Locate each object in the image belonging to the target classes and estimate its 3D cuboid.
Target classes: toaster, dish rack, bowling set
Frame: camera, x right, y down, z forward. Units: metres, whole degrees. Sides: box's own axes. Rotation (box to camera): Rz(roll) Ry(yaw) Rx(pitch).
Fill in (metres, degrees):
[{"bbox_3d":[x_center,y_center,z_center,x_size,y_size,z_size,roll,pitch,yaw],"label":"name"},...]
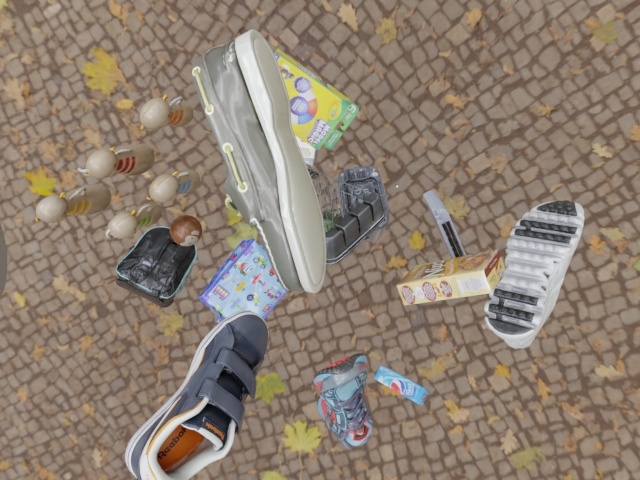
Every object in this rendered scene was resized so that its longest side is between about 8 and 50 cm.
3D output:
[{"bbox_3d":[0.119,-0.086,1.357,0.129,0.146,0.226,-11,72,-1],"label":"toaster"},{"bbox_3d":[-0.015,-0.075,1.090,0.272,0.208,0.074,26,139,31],"label":"dish rack"},{"bbox_3d":[-0.269,-0.074,0.763,0.287,0.154,0.200,-42,94,15],"label":"bowling set"}]

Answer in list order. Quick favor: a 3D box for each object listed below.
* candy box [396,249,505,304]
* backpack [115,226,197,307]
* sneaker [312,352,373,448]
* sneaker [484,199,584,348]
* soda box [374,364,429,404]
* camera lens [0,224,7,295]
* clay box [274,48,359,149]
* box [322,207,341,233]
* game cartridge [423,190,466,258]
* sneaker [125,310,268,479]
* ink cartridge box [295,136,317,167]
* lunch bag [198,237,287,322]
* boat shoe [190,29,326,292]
[{"bbox_3d":[0.442,0.127,1.645,0.317,0.183,0.087,-14,101,38],"label":"candy box"},{"bbox_3d":[-0.419,0.065,1.262,0.166,0.144,0.188,27,62,-6],"label":"backpack"},{"bbox_3d":[0.060,0.297,0.869,0.104,0.261,0.125,-23,55,-14],"label":"sneaker"},{"bbox_3d":[0.383,0.057,0.858,0.110,0.118,0.292,19,70,41],"label":"sneaker"},{"bbox_3d":[0.328,0.585,1.963,0.210,0.071,0.067,22,80,33],"label":"soda box"},{"bbox_3d":[-0.838,0.040,1.007,0.275,0.219,0.219,-4,96,-19],"label":"camera lens"},{"bbox_3d":[-0.036,-0.296,1.057,0.222,0.053,0.127,31,117,-14],"label":"clay box"},{"bbox_3d":[0.000,0.000,1.612,0.058,0.322,0.232,40,114,16],"label":"box"},{"bbox_3d":[0.480,-0.042,1.847,0.062,0.198,0.297,-23,119,14],"label":"game cartridge"},{"bbox_3d":[-0.170,0.259,0.795,0.126,0.128,0.321,48,61,-26],"label":"sneaker"},{"bbox_3d":[-0.153,-0.394,1.706,0.310,0.130,0.271,9,85,0],"label":"ink cartridge box"},{"bbox_3d":[-0.262,0.173,1.694,0.221,0.138,0.293,43,70,-17],"label":"lunch bag"},{"bbox_3d":[-0.068,-0.079,0.569,0.091,0.109,0.304,-13,97,17],"label":"boat shoe"}]
